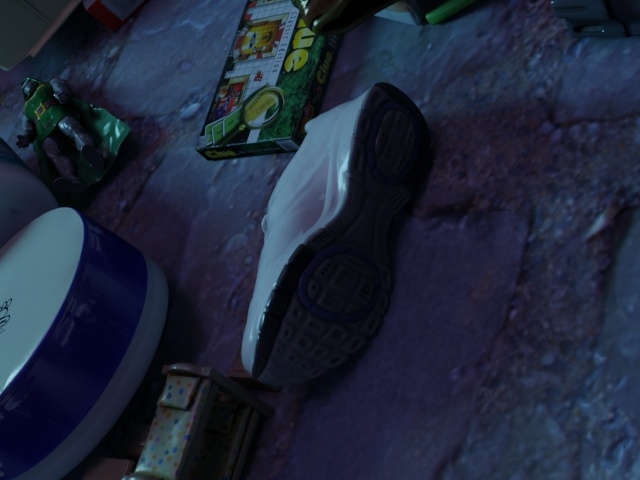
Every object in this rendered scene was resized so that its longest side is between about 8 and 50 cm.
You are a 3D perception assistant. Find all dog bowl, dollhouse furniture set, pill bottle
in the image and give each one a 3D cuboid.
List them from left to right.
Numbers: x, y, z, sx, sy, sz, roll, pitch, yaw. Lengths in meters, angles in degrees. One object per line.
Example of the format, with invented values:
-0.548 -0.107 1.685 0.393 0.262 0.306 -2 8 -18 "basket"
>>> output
-0.384 -0.043 1.560 0.146 0.146 0.264 -51 34 -1 "pill bottle"
-0.269 0.103 1.360 0.265 0.104 0.265 -36 32 27 "dog bowl"
-0.136 0.143 1.265 0.161 0.101 0.182 -2 60 39 "dollhouse furniture set"

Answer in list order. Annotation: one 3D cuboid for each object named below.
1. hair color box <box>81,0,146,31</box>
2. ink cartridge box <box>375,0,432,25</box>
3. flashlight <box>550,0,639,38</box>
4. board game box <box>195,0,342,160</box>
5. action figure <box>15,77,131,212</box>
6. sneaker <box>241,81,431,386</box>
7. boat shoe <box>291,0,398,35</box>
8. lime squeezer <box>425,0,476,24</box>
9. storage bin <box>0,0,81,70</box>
-0.259 -0.339 1.746 0.093 0.053 0.167 -42 42 10 "hair color box"
0.049 -0.302 1.436 0.179 0.045 0.145 19 74 27 "ink cartridge box"
0.326 -0.226 1.137 0.304 0.103 0.103 7 67 42 "flashlight"
-0.037 -0.204 1.483 0.136 0.030 0.260 -3 60 36 "board game box"
-0.302 -0.129 1.633 0.137 0.063 0.232 -48 39 7 "action figure"
0.000 0.000 1.270 0.129 0.111 0.297 -10 48 50 "sneaker"
0.112 -0.287 1.326 0.307 0.110 0.104 -27 65 15 "boat shoe"
0.222 -0.303 1.313 0.310 0.059 0.110 -45 43 7 "lime squeezer"
-0.369 -0.381 1.743 0.260 0.123 0.262 -48 42 9 "storage bin"
